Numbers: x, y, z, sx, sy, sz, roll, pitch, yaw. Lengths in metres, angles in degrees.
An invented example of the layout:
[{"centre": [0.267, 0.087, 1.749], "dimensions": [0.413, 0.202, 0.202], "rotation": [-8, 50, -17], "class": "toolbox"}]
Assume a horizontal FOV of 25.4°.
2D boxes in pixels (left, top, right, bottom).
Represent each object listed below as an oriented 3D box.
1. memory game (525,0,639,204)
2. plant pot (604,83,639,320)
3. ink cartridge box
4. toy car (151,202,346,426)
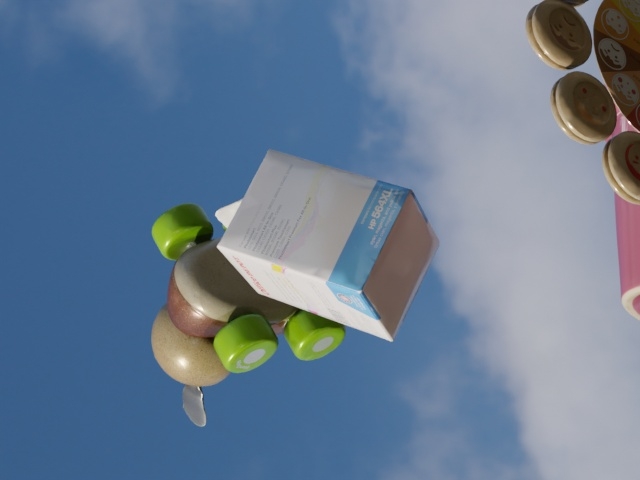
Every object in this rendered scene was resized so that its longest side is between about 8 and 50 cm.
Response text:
[{"centre": [0.180, -0.090, 0.722], "dimensions": [0.186, 0.012, 0.186], "rotation": [13, -115, -28], "class": "memory game"}, {"centre": [0.284, -0.031, 0.974], "dimensions": [0.201, 0.201, 0.180], "rotation": [28, -112, -42], "class": "plant pot"}, {"centre": [0.000, 0.000, 1.067], "dimensions": [0.090, 0.143, 0.092], "rotation": [-63, -28, -17], "class": "ink cartridge box"}, {"centre": [-0.092, 0.081, 1.283], "dimensions": [0.149, 0.188, 0.155], "rotation": [-6, -127, -39], "class": "toy car"}]
